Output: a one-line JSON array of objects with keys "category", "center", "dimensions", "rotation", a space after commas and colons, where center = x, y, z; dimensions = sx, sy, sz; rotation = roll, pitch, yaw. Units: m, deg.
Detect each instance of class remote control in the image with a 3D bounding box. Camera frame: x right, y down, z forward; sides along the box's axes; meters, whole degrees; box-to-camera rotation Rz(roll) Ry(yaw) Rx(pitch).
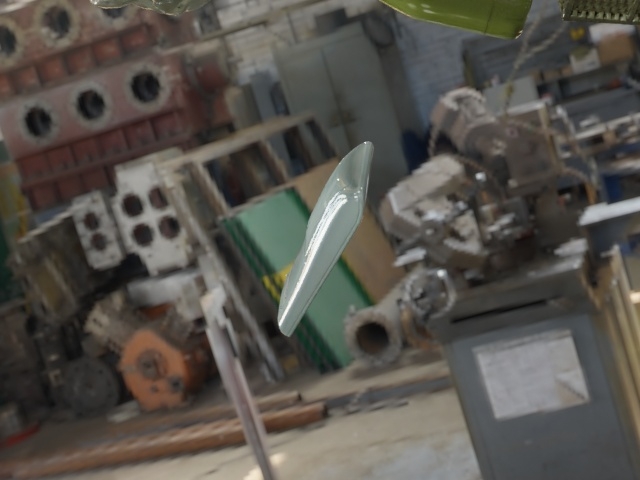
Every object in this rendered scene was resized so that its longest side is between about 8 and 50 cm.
[{"category": "remote control", "center": [0.001, 0.001, 1.448], "dimensions": [0.051, 0.293, 0.103], "rotation": [18, 47, -8]}]

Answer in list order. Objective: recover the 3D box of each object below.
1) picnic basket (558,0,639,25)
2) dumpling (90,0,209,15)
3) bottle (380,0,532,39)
[{"category": "picnic basket", "center": [0.434, -0.397, 1.623], "dimensions": [0.196, 0.134, 0.154], "rotation": [3, 50, -6]}, {"category": "dumpling", "center": [-0.179, -0.311, 1.318], "dimensions": [0.228, 0.124, 0.151], "rotation": [6, 38, 35]}, {"category": "bottle", "center": [0.162, -0.356, 1.607], "dimensions": [0.260, 0.112, 0.112], "rotation": [13, 10, 2]}]
